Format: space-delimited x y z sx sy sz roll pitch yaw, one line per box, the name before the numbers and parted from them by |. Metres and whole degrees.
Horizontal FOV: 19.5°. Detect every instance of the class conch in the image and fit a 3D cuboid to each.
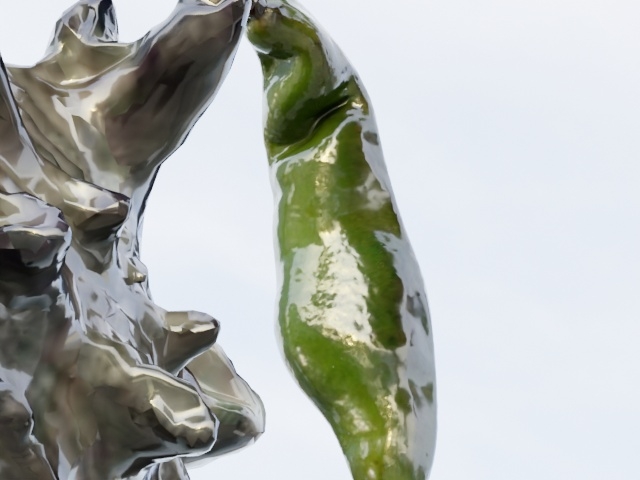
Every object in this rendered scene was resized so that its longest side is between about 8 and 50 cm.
conch | -0.138 0.028 0.516 0.313 0.186 0.240 -30 -90 46

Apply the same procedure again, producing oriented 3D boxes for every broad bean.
broad bean | 0.004 -0.003 0.636 0.046 0.195 0.061 -24 -11 38
